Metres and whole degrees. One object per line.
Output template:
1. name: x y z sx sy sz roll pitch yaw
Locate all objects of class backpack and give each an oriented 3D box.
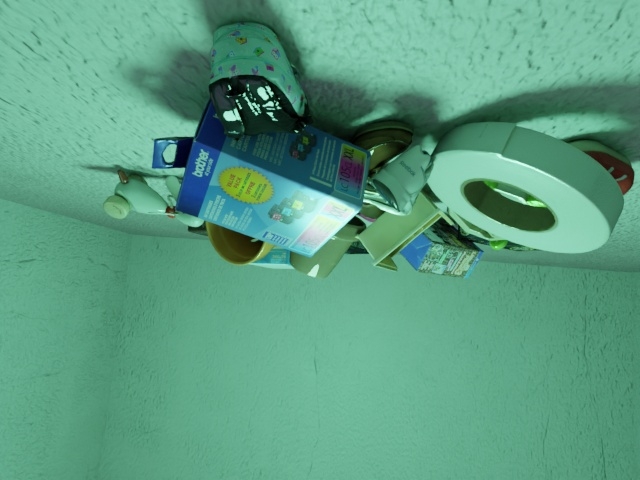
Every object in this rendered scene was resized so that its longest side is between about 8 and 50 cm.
1. backpack: -0.102 -0.235 0.640 0.151 0.115 0.182 -9 169 10

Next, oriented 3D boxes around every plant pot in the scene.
1. plant pot: -0.230 -0.075 1.473 0.290 0.291 0.203 0 -172 34
2. plant pot: 0.000 0.000 1.459 0.262 0.230 0.263 19 -165 -5

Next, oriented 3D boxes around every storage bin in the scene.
1. storage bin: 0.288 -0.029 1.399 0.262 0.123 0.260 -42 154 15

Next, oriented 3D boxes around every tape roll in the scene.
1. tape roll: 0.410 -0.101 0.889 0.391 0.072 0.392 30 172 5

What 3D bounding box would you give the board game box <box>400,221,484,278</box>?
1. board game box: 0.489 0.027 1.773 0.290 0.141 0.232 9 -153 -28

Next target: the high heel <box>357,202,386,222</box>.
1. high heel: 0.180 -0.117 1.515 0.243 0.082 0.117 21 179 -16

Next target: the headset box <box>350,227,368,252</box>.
1. headset box: 0.102 -0.012 2.188 0.246 0.132 0.283 -1 170 38

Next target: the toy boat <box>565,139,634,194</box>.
1. toy boat: 0.580 -0.119 0.924 0.230 0.151 0.151 9 172 -31

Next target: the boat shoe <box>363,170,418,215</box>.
1. boat shoe: 0.124 -0.161 1.163 0.304 0.109 0.091 16 131 -2

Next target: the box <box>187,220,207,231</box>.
1. box: -0.390 -0.103 1.666 0.203 0.167 0.168 1 172 26

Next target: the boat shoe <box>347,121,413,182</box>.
1. boat shoe: 0.101 -0.180 0.964 0.110 0.105 0.307 10 170 -26

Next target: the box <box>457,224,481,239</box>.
1. box: 0.811 -0.030 1.690 0.394 0.097 0.318 10 169 -28

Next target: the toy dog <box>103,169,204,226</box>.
1. toy dog: -0.569 -0.156 1.436 0.333 0.220 0.161 -1 143 -13

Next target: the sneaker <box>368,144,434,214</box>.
1. sneaker: 0.192 -0.132 0.913 0.111 0.129 0.297 46 -168 2

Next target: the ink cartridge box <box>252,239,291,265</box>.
1. ink cartridge box: -0.154 -0.028 1.681 0.197 0.271 0.198 0 171 27

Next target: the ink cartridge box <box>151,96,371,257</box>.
1. ink cartridge box: -0.135 -0.133 0.874 0.395 0.151 0.270 21 148 -15

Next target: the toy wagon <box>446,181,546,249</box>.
1. toy wagon: 0.531 -0.082 1.198 0.267 0.068 0.344 40 157 -22
